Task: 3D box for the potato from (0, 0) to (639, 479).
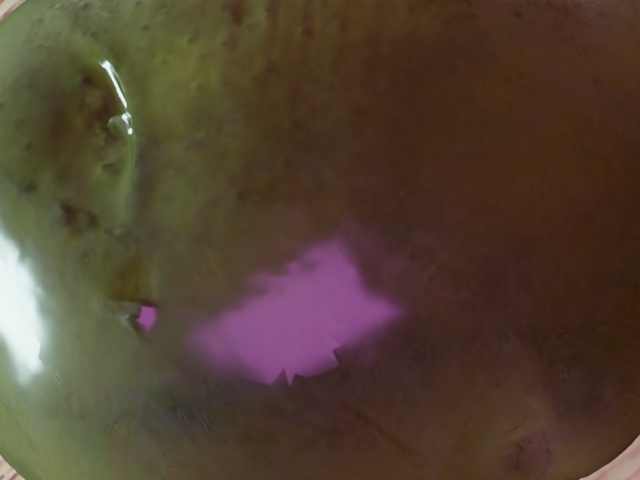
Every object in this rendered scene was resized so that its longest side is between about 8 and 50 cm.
[{"bbox_3d":[0.000,0.000,0.571,0.326,0.221,0.243,-6,61,6],"label":"potato"}]
